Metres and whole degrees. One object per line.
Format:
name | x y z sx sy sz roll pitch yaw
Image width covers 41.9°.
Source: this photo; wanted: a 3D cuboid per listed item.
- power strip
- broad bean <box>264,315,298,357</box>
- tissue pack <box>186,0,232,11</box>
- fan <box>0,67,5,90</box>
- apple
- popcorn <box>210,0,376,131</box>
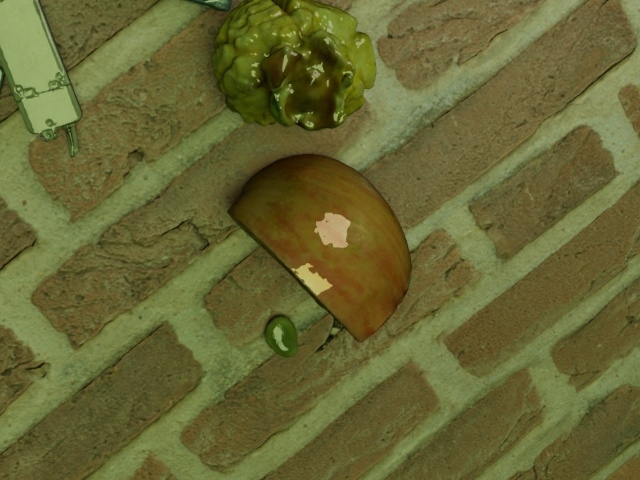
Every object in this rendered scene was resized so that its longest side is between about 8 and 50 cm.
power strip | -0.458 -0.269 1.351 0.093 0.053 0.288 -20 112 -11
broad bean | -0.075 0.187 1.616 0.063 0.045 0.083 -24 105 -9
tissue pack | -0.205 -0.513 1.330 0.185 0.081 0.257 11 104 -22
fan | -0.572 -0.155 1.374 0.057 0.023 0.282 11 102 -21
apple | 0.000 0.000 1.497 0.252 0.314 0.309 -19 120 36
popcorn | -0.043 -0.291 1.372 0.258 0.270 0.224 16 102 25
